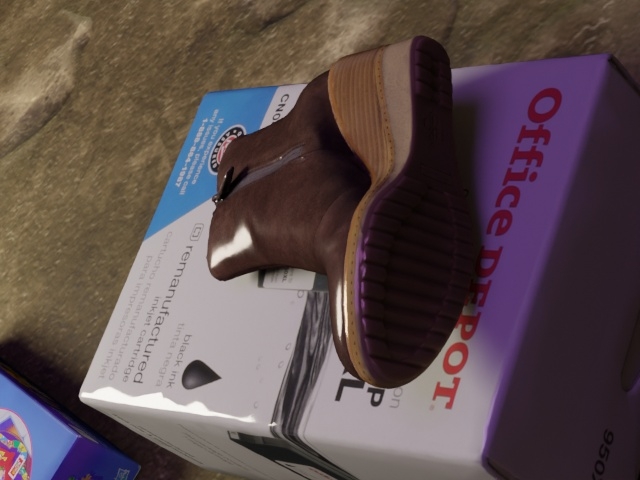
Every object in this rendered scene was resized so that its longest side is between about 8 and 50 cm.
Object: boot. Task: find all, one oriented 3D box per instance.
[{"bbox_3d":[0.000,0.000,0.843,0.207,0.090,0.248,-26,46,45],"label":"boot"}]

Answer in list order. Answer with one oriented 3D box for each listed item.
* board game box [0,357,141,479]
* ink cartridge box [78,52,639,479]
[{"bbox_3d":[-0.343,0.238,1.246,0.347,0.078,0.233,23,79,50],"label":"board game box"},{"bbox_3d":[0.046,0.035,0.946,0.395,0.166,0.285,1,63,44],"label":"ink cartridge box"}]
